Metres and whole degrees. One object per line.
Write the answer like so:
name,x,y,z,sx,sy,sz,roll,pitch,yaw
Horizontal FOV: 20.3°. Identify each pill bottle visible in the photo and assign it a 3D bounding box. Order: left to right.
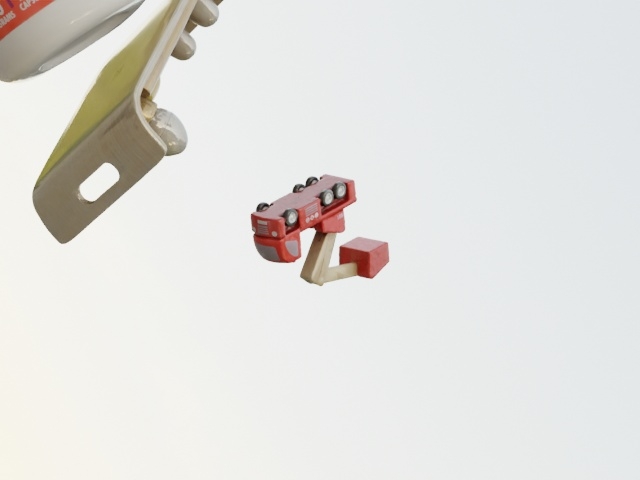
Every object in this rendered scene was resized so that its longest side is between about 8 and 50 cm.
pill bottle,-0.311,-0.320,1.667,0.323,0.181,0.181,56,-16,-3

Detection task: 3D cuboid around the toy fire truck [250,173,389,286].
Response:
toy fire truck,0.000,0.000,2.002,0.047,0.192,0.135,13,-61,37

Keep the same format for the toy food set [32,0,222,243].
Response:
toy food set,-0.187,-0.156,1.955,0.092,0.306,0.220,37,-44,-16
